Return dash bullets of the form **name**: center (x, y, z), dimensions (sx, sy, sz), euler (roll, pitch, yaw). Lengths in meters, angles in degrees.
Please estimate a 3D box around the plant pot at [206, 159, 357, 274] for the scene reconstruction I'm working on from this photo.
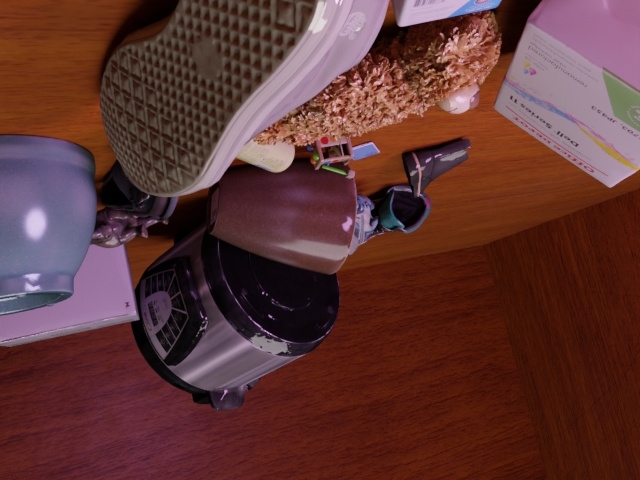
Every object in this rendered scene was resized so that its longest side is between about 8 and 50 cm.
- **plant pot**: center (-0.082, -0.053, 1.214), dimensions (0.231, 0.215, 0.215), euler (5, 165, -21)

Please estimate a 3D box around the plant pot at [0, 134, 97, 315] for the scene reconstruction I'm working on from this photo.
- **plant pot**: center (-0.447, 0.000, 0.930), dimensions (0.293, 0.196, 0.293), euler (-13, 172, -2)

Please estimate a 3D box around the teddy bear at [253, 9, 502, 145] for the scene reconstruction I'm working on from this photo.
- **teddy bear**: center (0.067, -0.179, 0.846), dimensions (0.338, 0.113, 0.245), euler (-15, 173, 12)

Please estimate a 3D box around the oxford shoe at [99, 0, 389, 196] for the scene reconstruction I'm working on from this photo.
- **oxford shoe**: center (-0.088, -0.159, 0.632), dimensions (0.130, 0.169, 0.449), euler (-31, -177, -39)

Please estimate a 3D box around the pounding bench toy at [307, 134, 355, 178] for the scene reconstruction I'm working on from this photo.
- **pounding bench toy**: center (0.017, -0.138, 1.119), dimensions (0.065, 0.083, 0.052), euler (-12, 172, -14)

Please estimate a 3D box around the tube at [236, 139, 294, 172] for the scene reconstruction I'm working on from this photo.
- **tube**: center (-0.122, -0.150, 0.944), dimensions (0.070, 0.062, 0.240), euler (-52, 153, 14)

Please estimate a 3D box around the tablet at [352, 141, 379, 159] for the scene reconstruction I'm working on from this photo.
- **tablet**: center (0.080, -0.169, 1.274), dimensions (0.054, 0.006, 0.083), euler (-16, 172, 13)

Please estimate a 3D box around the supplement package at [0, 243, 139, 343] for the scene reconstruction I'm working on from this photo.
- **supplement package**: center (-0.509, 0.081, 1.326), dimensions (0.262, 0.203, 0.145), euler (-11, 172, -15)

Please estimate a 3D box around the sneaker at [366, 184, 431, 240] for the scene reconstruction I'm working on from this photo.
- **sneaker**: center (0.150, -0.056, 1.702), dimensions (0.296, 0.123, 0.178), euler (-21, 177, -3)

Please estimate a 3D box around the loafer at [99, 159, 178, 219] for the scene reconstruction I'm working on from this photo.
- **loafer**: center (-0.267, -0.082, 0.984), dimensions (0.095, 0.109, 0.302), euler (0, 173, -21)

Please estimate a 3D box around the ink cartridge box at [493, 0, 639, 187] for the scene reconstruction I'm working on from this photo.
- **ink cartridge box**: center (0.343, -0.186, 0.841), dimensions (0.119, 0.207, 0.353), euler (-52, 169, -1)

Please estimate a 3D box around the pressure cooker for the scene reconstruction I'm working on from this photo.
- **pressure cooker**: center (-0.212, 0.152, 1.515), dimensions (0.420, 0.375, 0.369), euler (-32, -159, 37)

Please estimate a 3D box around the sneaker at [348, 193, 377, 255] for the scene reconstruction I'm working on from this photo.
- **sneaker**: center (0.052, -0.075, 1.541), dimensions (0.122, 0.110, 0.283), euler (-39, 152, 2)

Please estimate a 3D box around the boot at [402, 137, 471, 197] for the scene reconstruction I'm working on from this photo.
- **boot**: center (0.252, -0.153, 1.437), dimensions (0.137, 0.076, 0.198), euler (-19, 172, 5)

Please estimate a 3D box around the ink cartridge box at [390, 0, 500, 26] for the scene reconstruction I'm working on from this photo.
- **ink cartridge box**: center (0.121, -0.259, 0.572), dimensions (0.104, 0.060, 0.180), euler (-12, 172, -4)

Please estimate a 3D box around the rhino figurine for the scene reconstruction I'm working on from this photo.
- **rhino figurine**: center (-0.356, -0.024, 1.159), dimensions (0.106, 0.073, 0.243), euler (-12, -170, 11)
